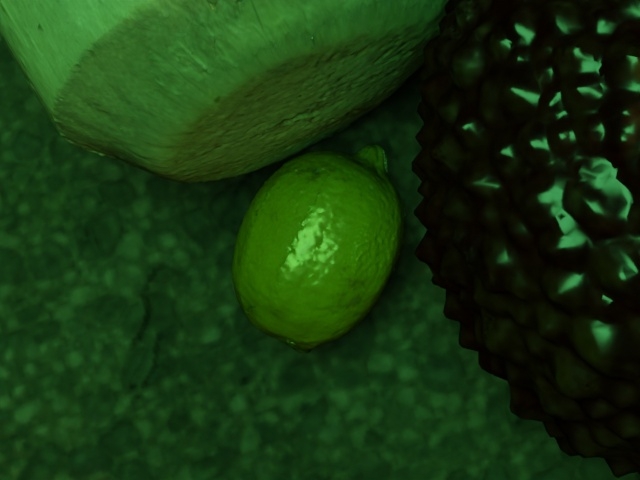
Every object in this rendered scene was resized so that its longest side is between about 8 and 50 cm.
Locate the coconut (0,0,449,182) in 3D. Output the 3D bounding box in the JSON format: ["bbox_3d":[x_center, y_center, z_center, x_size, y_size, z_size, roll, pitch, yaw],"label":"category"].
[{"bbox_3d":[-0.064,-0.171,0.953,0.237,0.237,0.266,-27,82,6],"label":"coconut"}]

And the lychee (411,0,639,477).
[{"bbox_3d":[0.172,-0.020,0.876,0.264,0.300,0.264,-28,50,41],"label":"lychee"}]

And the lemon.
[{"bbox_3d":[0.000,0.000,0.986,0.082,0.082,0.111,24,88,15],"label":"lemon"}]
